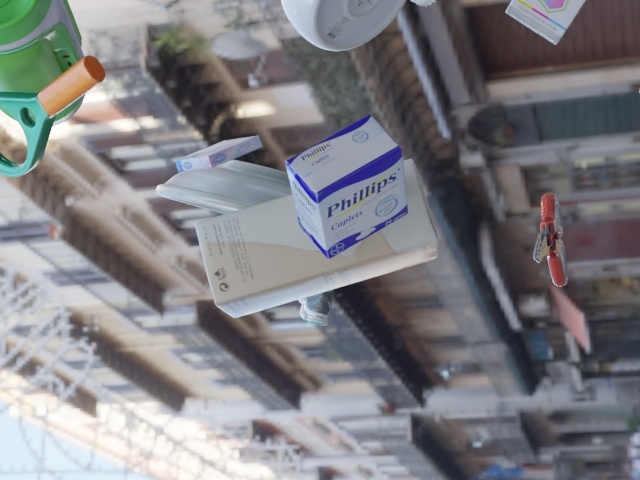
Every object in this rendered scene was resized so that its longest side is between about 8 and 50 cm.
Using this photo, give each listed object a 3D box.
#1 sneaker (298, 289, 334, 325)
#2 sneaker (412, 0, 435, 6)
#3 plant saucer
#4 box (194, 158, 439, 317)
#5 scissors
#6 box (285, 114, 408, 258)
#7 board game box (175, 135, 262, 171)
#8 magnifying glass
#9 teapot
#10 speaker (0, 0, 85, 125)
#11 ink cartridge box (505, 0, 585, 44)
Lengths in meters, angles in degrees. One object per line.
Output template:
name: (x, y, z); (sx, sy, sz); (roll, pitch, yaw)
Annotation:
sneaker: (-0.007, 0.084, 2.057); (0.166, 0.065, 0.076); (-120, 49, -61)
sneaker: (0.039, -0.350, 1.030); (0.102, 0.146, 0.293); (-50, 37, 48)
plant saucer: (-0.109, -0.084, 2.212); (0.400, 0.400, 0.100); (19, -94, -73)
box: (0.000, 0.000, 1.600); (0.148, 0.311, 0.121); (54, -160, -76)
scissors: (0.242, -0.012, 1.256); (0.297, 0.021, 0.109); (20, -113, -71)
box: (0.035, -0.065, 1.442); (0.072, 0.126, 0.137); (51, 164, 34)
board game box: (-0.142, -0.121, 1.617); (0.090, 0.090, 0.020); (-26, -76, -34)
magnifying glass: (-0.297, -0.133, 1.207); (0.026, 0.231, 0.092); (-39, -79, -47)
teapot: (0.025, -0.460, 1.969); (0.187, 0.252, 0.256); (49, 150, 30)
speaker: (-0.343, -0.228, 1.323); (0.296, 0.131, 0.131); (101, 168, -76)
ink cartridge box: (0.426, -0.460, 2.027); (0.209, 0.109, 0.062); (-57, -3, 15)
